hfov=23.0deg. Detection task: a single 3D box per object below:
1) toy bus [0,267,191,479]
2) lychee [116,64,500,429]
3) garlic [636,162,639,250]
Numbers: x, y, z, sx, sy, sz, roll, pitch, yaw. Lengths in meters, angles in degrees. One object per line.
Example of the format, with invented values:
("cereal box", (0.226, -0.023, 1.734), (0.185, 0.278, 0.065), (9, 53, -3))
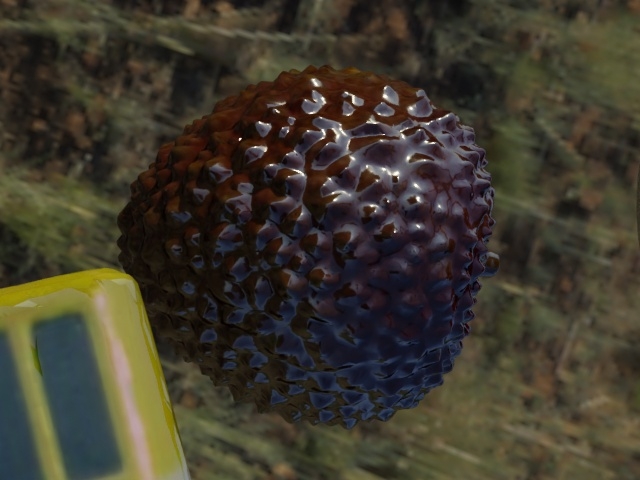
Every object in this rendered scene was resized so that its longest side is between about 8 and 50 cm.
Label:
("toy bus", (-0.114, 0.248, 0.482), (0.249, 0.440, 0.209), (-12, 171, -20))
("lychee", (0.000, 0.000, 1.170), (0.304, 0.276, 0.276), (4, 109, -26))
("garlic", (0.324, 0.001, 1.236), (0.164, 0.145, 0.245), (-10, 79, -81))
